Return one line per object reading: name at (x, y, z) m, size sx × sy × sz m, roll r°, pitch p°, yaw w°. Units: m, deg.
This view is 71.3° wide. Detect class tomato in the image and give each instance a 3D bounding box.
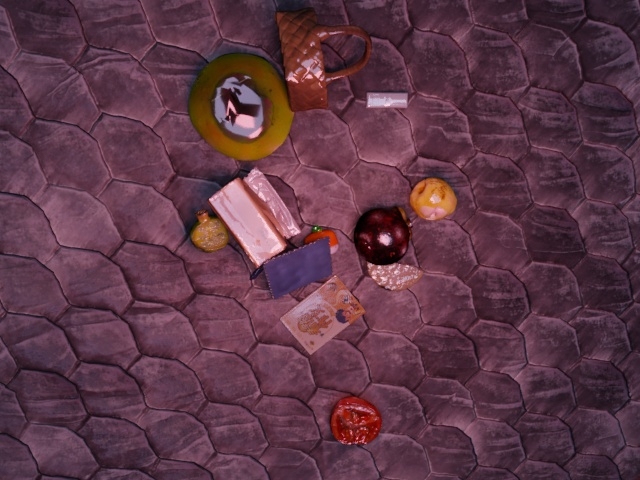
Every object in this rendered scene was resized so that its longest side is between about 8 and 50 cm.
tomato at (0.141, 0.750, 1.885) m, size 0.228 × 0.101 × 0.228 m, roll 0°, pitch 106°, yaw 1°

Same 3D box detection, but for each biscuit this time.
biscuit at (0.289, 0.138, 1.826) m, size 0.250 × 0.032 × 0.133 m, roll 19°, pitch 97°, yaw -9°

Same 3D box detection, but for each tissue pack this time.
tissue pack at (-0.237, -0.092, 1.647) m, size 0.238 × 0.238 × 0.305 m, roll -35°, pitch 100°, yaw 1°

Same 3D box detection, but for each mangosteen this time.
mangosteen at (0.255, -0.024, 1.713) m, size 0.265 × 0.228 × 0.228 m, roll -26°, pitch 103°, yaw -31°

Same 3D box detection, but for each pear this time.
pear at (-0.286, -0.483, 1.597) m, size 0.398 × 0.165 × 0.399 m, roll -1°, pitch 100°, yaw -5°
pear at (0.440, -0.156, 1.725) m, size 0.178 × 0.178 × 0.178 m, roll -1°, pitch 100°, yaw -5°

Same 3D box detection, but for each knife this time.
knife at (-0.244, 0.113, 1.774) m, size 0.031 × 0.018 × 0.121 m, roll 31°, pitch 98°, yaw -44°

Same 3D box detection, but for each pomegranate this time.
pomegranate at (-0.428, -0.037, 1.680) m, size 0.143 × 0.122 × 0.169 m, roll -32°, pitch 107°, yaw -19°

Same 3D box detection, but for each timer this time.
timer at (0.000, 0.000, 1.740) m, size 0.136 × 0.099 × 0.136 m, roll -3°, pitch 101°, yaw -17°

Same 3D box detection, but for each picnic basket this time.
picnic basket at (0.021, -0.628, 1.528) m, size 0.337 × 0.293 × 0.337 m, roll 0°, pitch 78°, yaw 2°

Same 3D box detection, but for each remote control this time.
remote control at (0.254, -0.539, 1.709) m, size 0.162 × 0.029 × 0.061 m, roll -2°, pitch 98°, yaw -5°

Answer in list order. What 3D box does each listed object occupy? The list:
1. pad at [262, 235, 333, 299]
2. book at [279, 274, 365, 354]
pad at (-0.077, 0.108, 1.688) m, size 0.269 × 0.012 × 0.270 m, roll -21°, pitch 144°, yaw -13°
book at (0.010, 0.306, 1.835) m, size 0.295 × 0.020 × 0.208 m, roll -39°, pitch 102°, yaw 2°
